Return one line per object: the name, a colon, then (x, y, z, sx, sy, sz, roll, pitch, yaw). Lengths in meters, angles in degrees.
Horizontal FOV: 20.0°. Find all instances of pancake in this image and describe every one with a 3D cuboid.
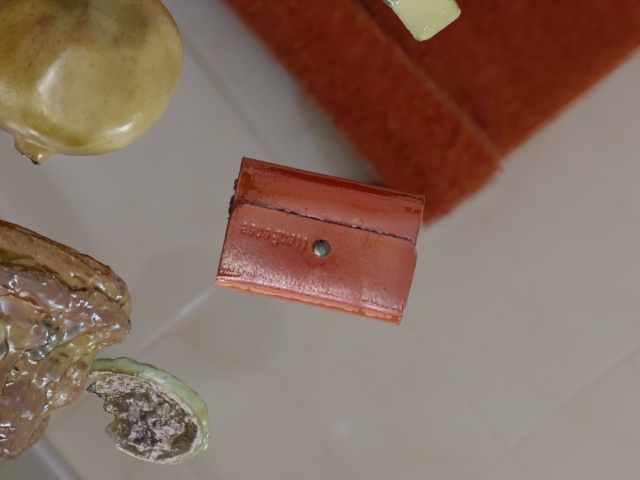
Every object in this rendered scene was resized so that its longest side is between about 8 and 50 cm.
pancake: (-0.151, 0.150, 1.597, 0.116, 0.129, 0.022, 0, -139, 29)

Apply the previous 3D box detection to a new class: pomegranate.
pomegranate: (-0.271, -0.198, 1.986, 0.233, 0.233, 0.233, -36, -167, 9)

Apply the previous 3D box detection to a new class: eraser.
eraser: (0.065, -0.293, 1.810, 0.058, 0.172, 0.117, -35, 156, 11)

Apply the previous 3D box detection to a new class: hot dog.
hot dog: (-0.357, 0.102, 1.964, 0.267, 0.174, 0.387, -56, 150, 3)

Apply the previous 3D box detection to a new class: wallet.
wallet: (0.000, 0.000, 1.907, 0.045, 0.204, 0.142, 128, -26, -84)
